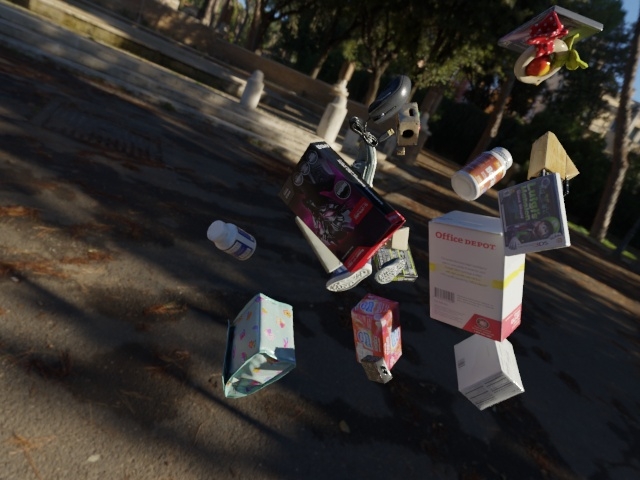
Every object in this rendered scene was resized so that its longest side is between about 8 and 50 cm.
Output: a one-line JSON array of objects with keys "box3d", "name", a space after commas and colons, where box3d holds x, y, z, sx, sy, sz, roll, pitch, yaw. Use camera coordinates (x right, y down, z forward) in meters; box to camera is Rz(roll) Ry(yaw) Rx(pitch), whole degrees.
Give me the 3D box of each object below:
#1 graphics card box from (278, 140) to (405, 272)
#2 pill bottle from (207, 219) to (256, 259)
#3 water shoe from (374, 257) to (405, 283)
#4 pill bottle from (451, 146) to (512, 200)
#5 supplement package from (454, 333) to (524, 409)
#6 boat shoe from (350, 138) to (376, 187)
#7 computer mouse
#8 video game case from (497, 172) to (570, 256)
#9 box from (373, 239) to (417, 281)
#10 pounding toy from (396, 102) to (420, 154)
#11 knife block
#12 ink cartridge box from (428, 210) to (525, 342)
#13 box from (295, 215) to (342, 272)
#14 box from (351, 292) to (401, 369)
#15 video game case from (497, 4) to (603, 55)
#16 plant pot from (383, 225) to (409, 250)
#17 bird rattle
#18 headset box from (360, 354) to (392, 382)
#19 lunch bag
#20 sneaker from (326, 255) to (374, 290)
[{"box3d": [0.055, -0.108, 1.344, 0.371, 0.232, 0.094, 48, 36, 14], "name": "graphics card box"}, {"box3d": [-0.354, -0.004, 1.687, 0.112, 0.112, 0.187, 38, -1, 40], "name": "pill bottle"}, {"box3d": [0.314, 0.143, 1.991, 0.203, 0.072, 0.080, -26, 15, -35], "name": "water shoe"}, {"box3d": [0.594, -0.250, 1.555, 0.121, 0.216, 0.121, 47, -19, 22], "name": "pill bottle"}, {"box3d": [0.695, 0.530, 1.781, 0.145, 0.204, 0.262, 43, 29, -12], "name": "supplement package"}, {"box3d": [0.196, -0.341, 2.072, 0.099, 0.319, 0.116, -1, 11, -28], "name": "boat shoe"}, {"box3d": [0.242, -0.440, 1.507, 0.184, 0.262, 0.060, 38, 15, -49], "name": "computer mouse"}, {"box3d": [0.556, -0.064, 1.124, 0.022, 0.190, 0.173, 6, -14, -31], "name": "video game case"}, {"box3d": [0.406, 0.101, 2.384, 0.216, 0.060, 0.270, 4, 53, -17], "name": "box"}, {"box3d": [0.381, -0.453, 1.838, 0.094, 0.206, 0.181, -2, 55, 6], "name": "pounding toy"}, {"box3d": [0.849, -0.272, 1.622, 0.242, 0.088, 0.275, -13, 71, -28], "name": "knife block"}, {"box3d": [0.535, 0.111, 1.469, 0.160, 0.384, 0.279, -22, 26, -37], "name": "ink cartridge box"}, {"box3d": [0.000, 0.000, 1.816, 0.275, 0.094, 0.113, 58, -7, 3], "name": "box"}, {"box3d": [0.205, 0.334, 1.529, 0.128, 0.256, 0.123, 15, 38, 35], "name": "box"}, {"box3d": [0.788, -0.715, 1.482, 0.196, 0.026, 0.274, 11, 1, -15], "name": "video game case"}, {"box3d": [0.326, -0.011, 1.937, 0.109, 0.109, 0.096, 13, 14, 43], "name": "plant pot"}, {"box3d": [0.738, -0.598, 1.391, 0.254, 0.207, 0.143, -1, 62, -35], "name": "bird rattle"}, {"box3d": [0.151, 0.343, 1.135, 0.032, 0.062, 0.083, -26, 2, -29], "name": "headset box"}, {"box3d": [-0.207, 0.328, 1.291, 0.160, 0.262, 0.223, 30, 33, -29], "name": "lunch bag"}, {"box3d": [0.152, 0.124, 2.372, 0.130, 0.323, 0.236, 24, 46, -35], "name": "sneaker"}]
